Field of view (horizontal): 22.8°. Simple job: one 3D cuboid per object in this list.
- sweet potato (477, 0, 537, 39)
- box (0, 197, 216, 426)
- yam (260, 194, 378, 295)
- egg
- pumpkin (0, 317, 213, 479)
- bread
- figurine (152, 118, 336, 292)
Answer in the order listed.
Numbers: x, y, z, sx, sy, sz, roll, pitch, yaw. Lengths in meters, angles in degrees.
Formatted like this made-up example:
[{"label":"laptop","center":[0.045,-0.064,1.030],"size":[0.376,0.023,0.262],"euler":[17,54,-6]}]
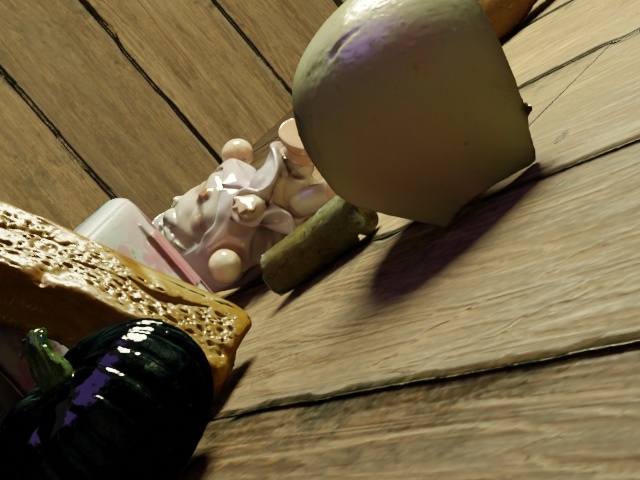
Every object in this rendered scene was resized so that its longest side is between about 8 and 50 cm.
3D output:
[{"label":"sweet potato","center":[0.163,-0.261,2.039],"size":[0.385,0.109,0.109],"euler":[-43,7,17]},{"label":"box","center":[-0.235,0.111,1.555],"size":[0.112,0.190,0.370],"euler":[-38,7,28]},{"label":"yam","center":[0.000,0.000,1.549],"size":[0.132,0.054,0.054],"euler":[-37,9,28]},{"label":"egg","center":[0.053,-0.119,1.354],"size":[0.161,0.206,0.271],"euler":[-20,13,-13]},{"label":"pumpkin","center":[-0.169,0.147,1.242],"size":[0.194,0.150,0.194],"euler":[-30,47,39]},{"label":"bread","center":[-0.199,0.055,1.420],"size":[0.139,0.271,0.077],"euler":[-68,0,-63]},{"label":"figurine","center":[-0.073,-0.032,1.782],"size":[0.276,0.133,0.200],"euler":[-30,42,36]}]
